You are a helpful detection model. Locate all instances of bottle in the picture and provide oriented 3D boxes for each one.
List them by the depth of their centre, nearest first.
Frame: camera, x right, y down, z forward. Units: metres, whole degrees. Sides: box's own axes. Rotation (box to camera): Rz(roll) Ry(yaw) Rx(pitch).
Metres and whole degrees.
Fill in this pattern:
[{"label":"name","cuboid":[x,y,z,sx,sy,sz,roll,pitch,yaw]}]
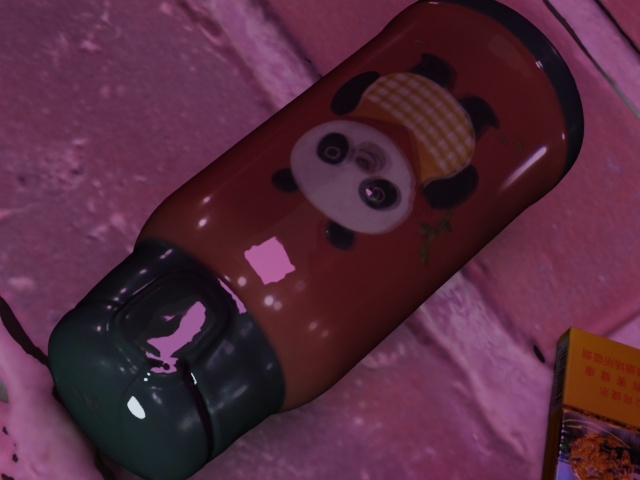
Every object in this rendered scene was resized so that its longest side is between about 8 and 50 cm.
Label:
[{"label":"bottle","cuboid":[0.000,0.000,0.722,0.144,0.144,0.336,44,60,8]}]

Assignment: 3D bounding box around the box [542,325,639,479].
[{"label":"box","cuboid":[0.176,0.134,0.776,0.087,0.023,0.155,20,58,-11]}]
